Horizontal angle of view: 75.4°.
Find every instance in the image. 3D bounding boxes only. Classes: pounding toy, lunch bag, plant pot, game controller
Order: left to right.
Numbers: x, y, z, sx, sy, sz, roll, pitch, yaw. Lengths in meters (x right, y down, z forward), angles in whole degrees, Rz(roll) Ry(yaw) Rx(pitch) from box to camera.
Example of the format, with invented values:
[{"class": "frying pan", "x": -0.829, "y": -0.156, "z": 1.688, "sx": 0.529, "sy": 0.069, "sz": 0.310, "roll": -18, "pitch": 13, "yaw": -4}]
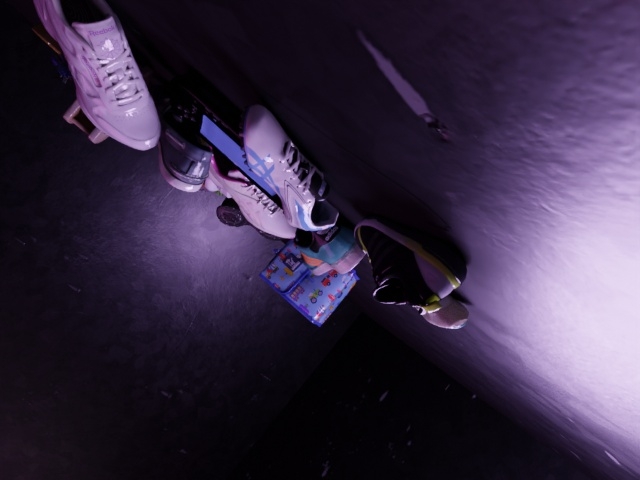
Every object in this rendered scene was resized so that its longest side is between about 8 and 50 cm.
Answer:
[{"class": "plant pot", "x": -0.635, "y": -0.514, "z": 1.052, "sx": 0.134, "sy": 0.095, "sz": 0.134, "roll": 40, "pitch": 175, "yaw": 4}, {"class": "pounding toy", "x": -0.493, "y": -0.325, "z": 0.897, "sx": 0.155, "sy": 0.154, "sz": 0.269, "roll": 42, "pitch": 139, "yaw": -15}, {"class": "game controller", "x": -0.131, "y": -0.153, "z": 0.730, "sx": 0.319, "sy": 0.067, "sz": 0.166, "roll": 41, "pitch": 174, "yaw": -14}, {"class": "lunch bag", "x": -0.050, "y": 0.116, "z": 1.440, "sx": 0.293, "sy": 0.221, "sz": 0.138, "roll": 38, "pitch": 173, "yaw": 20}]

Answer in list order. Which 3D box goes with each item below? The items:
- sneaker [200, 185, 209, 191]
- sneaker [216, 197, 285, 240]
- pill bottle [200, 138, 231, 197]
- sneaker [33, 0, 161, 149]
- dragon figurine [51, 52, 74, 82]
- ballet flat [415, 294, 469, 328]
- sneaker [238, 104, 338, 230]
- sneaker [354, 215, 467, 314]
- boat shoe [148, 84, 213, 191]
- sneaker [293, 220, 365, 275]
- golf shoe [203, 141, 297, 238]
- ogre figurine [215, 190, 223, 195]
[{"class": "sneaker", "x": -0.400, "y": -0.294, "z": 1.276, "sx": 0.341, "sy": 0.125, "sz": 0.140, "roll": 40, "pitch": 147, "yaw": 30}, {"class": "sneaker", "x": -0.219, "y": -0.096, "z": 1.486, "sx": 0.286, "sy": 0.109, "sz": 0.130, "roll": 21, "pitch": -139, "yaw": -9}, {"class": "pill bottle", "x": -0.288, "y": -0.207, "z": 1.049, "sx": 0.215, "sy": 0.117, "sz": 0.117, "roll": 40, "pitch": 174, "yaw": 4}, {"class": "sneaker", "x": -0.364, "y": -0.288, "z": 0.689, "sx": 0.152, "sy": 0.114, "sz": 0.305, "roll": 21, "pitch": 142, "yaw": 50}, {"class": "dragon figurine", "x": -0.530, "y": -0.383, "z": 1.065, "sx": 0.289, "sy": 0.144, "sz": 0.085, "roll": 47, "pitch": -177, "yaw": -47}, {"class": "ballet flat", "x": 0.186, "y": 0.103, "z": 0.713, "sx": 0.052, "sy": 0.057, "sz": 0.168, "roll": 52, "pitch": 170, "yaw": -17}, {"class": "sneaker", "x": -0.037, "y": -0.096, "z": 0.582, "sx": 0.086, "sy": 0.085, "sz": 0.237, "roll": 1, "pitch": 149, "yaw": 23}, {"class": "sneaker", "x": 0.091, "y": 0.033, "z": 0.563, "sx": 0.084, "sy": 0.097, "sz": 0.234, "roll": 43, "pitch": 173, "yaw": -22}, {"class": "boat shoe", "x": -0.295, "y": -0.241, "z": 0.865, "sx": 0.116, "sy": 0.099, "sz": 0.319, "roll": 9, "pitch": -137, "yaw": -42}, {"class": "sneaker", "x": 0.000, "y": 0.000, "z": 0.893, "sx": 0.121, "sy": 0.108, "sz": 0.302, "roll": 42, "pitch": 166, "yaw": -9}, {"class": "golf shoe", "x": -0.150, "y": -0.113, "z": 0.936, "sx": 0.306, "sy": 0.115, "sz": 0.140, "roll": 40, "pitch": 171, "yaw": -8}, {"class": "ogre figurine", "x": -0.300, "y": -0.188, "z": 1.402, "sx": 0.118, "sy": 0.097, "sz": 0.197, "roll": 29, "pitch": -152, "yaw": -4}]
